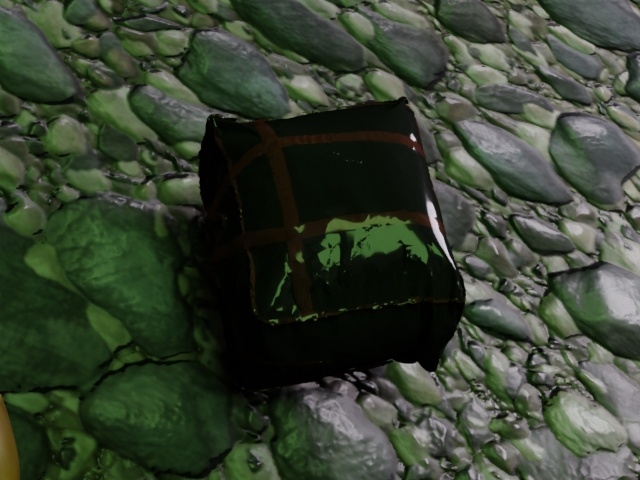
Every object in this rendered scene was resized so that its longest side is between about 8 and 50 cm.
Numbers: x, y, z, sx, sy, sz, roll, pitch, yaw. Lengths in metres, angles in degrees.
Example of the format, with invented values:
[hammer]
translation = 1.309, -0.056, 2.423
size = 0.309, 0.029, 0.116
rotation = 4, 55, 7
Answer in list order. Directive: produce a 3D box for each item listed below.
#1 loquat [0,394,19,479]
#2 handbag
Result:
[loquat]
translation = -0.287, 0.134, 1.100
size = 0.235, 0.235, 0.235
rotation = 17, 43, -17
[handbag]
translation = 0.000, 0.000, 1.465
size = 0.169, 0.155, 0.215
rotation = -2, 51, -15
